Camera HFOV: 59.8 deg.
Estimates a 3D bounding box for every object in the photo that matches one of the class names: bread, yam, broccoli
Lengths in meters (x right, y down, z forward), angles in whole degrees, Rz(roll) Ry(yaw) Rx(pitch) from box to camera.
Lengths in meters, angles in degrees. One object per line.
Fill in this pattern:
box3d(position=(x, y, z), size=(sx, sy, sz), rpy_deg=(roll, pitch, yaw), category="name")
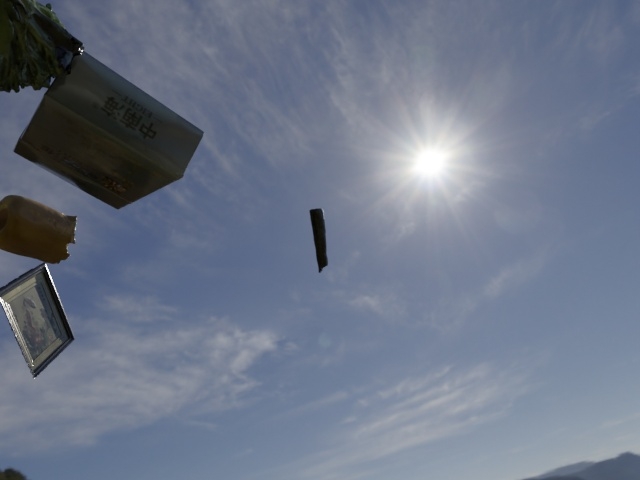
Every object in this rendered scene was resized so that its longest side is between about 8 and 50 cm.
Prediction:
box3d(position=(-0.671, -0.025, 1.304), size=(0.085, 0.134, 0.173), rpy_deg=(4, -14, 33), category="bread")
box3d(position=(0.000, 0.000, 1.121), size=(0.027, 0.129, 0.033), rpy_deg=(-10, -6, 23), category="yam")
box3d(position=(-0.275, -0.214, 0.450), size=(0.122, 0.118, 0.204), rpy_deg=(-38, -17, -21), category="broccoli")

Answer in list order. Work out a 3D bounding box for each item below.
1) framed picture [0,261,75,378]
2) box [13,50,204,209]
box3d(position=(-0.594, 0.162, 1.171), size=(0.010, 0.195, 0.199), rpy_deg=(-13, 14, 4), category="framed picture")
box3d(position=(-0.259, -0.114, 0.658), size=(0.155, 0.067, 0.243), rpy_deg=(34, -24, -26), category="box")
